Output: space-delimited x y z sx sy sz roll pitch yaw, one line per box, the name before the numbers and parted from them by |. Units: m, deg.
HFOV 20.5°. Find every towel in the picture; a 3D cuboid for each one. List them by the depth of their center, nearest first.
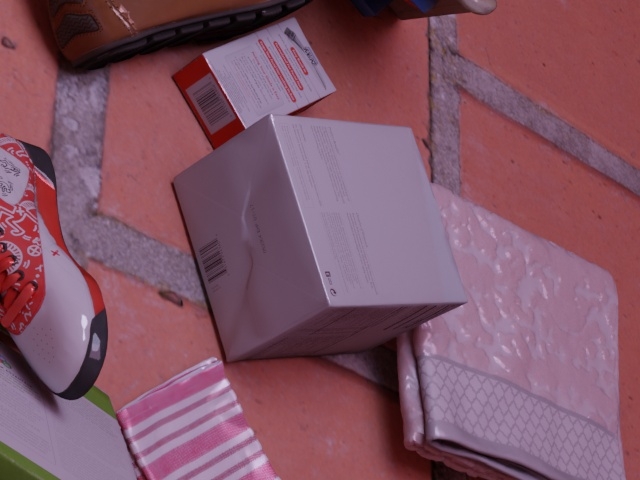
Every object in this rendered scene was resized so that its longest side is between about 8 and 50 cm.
towel | -0.093 0.213 1.567 0.144 0.029 0.197 -28 89 -51
towel | 0.208 0.117 1.876 0.332 0.053 0.317 25 51 -37

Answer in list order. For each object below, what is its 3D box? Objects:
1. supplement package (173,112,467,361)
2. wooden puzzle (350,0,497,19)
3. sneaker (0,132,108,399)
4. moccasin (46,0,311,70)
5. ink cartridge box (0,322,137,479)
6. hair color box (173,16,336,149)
supplement package | 0.000 0.000 1.705 0.203 0.149 0.194 1 66 -48
wooden puzzle | 0.021 -0.352 1.903 0.322 0.080 0.348 48 -4 -14
sneaker | -0.269 0.010 1.419 0.145 0.090 0.270 17 37 -40
moccasin | -0.125 -0.270 1.763 0.380 0.139 0.147 -20 91 -42
ink cartridge box | -0.243 0.165 1.393 0.189 0.097 0.255 38 9 -25
hair color box | -0.065 -0.161 1.813 0.167 0.053 0.093 -30 90 -50
